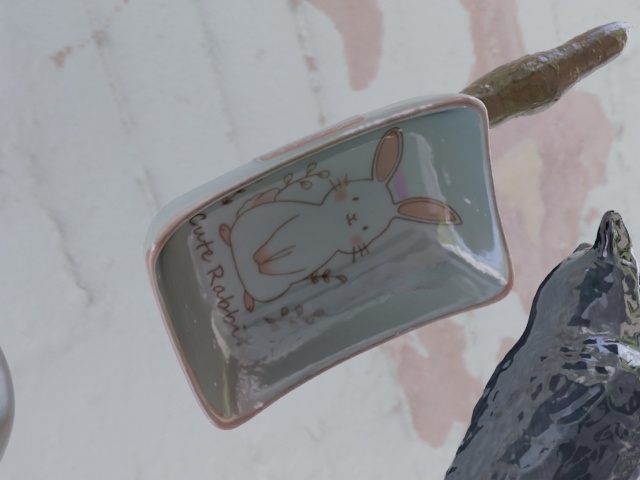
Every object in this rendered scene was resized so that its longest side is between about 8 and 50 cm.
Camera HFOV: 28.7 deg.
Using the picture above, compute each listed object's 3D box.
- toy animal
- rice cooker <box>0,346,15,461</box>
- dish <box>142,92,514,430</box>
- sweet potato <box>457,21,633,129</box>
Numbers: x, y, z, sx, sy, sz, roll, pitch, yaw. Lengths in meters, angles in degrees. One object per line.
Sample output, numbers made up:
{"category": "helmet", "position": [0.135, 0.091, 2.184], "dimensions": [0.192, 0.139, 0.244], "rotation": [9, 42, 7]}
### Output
{"category": "toy animal", "position": [0.078, 0.091, 0.504], "dimensions": [0.117, 0.121, 0.210], "rotation": [6, -112, -2]}
{"category": "rice cooker", "position": [-0.327, 0.097, 0.733], "dimensions": [0.267, 0.267, 0.224], "rotation": [28, -58, -39]}
{"category": "dish", "position": [0.000, 0.000, 0.739], "dimensions": [0.212, 0.077, 0.151], "rotation": [-25, -54, -12]}
{"category": "sweet potato", "position": [0.221, -0.163, 1.282], "dimensions": [0.273, 0.067, 0.067], "rotation": [-27, -62, -13]}
